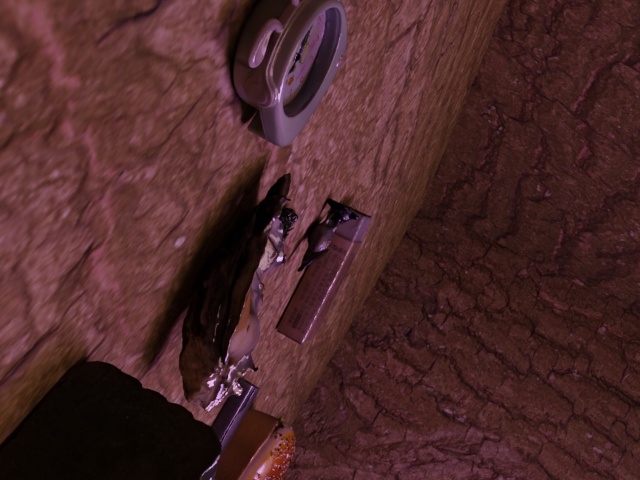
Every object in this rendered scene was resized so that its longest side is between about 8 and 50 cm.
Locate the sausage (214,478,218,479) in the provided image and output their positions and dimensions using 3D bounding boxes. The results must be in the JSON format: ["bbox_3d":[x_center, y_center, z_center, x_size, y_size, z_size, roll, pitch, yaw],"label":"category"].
[{"bbox_3d":[-0.323,0.659,1.333,0.354,0.116,0.134,-58,-177,-1],"label":"sausage"}]

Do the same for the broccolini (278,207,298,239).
[{"bbox_3d":[-0.079,0.005,1.068,0.140,0.030,0.035,-61,-154,21],"label":"broccolini"}]

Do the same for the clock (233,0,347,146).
[{"bbox_3d":[-0.032,-0.194,0.653,0.152,0.062,0.191,-59,169,-10],"label":"clock"}]

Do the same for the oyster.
[{"bbox_3d":[-0.107,0.059,0.856,0.271,0.100,0.275,-51,153,-54],"label":"oyster"}]

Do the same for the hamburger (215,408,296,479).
[{"bbox_3d":[-0.180,0.586,1.656,0.300,0.176,0.300,-56,168,-18],"label":"hamburger"}]

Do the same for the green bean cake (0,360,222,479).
[{"bbox_3d":[-0.208,0.233,0.609,0.181,0.173,0.094,-55,170,-37],"label":"green bean cake"}]

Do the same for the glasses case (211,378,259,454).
[{"bbox_3d":[-0.208,0.410,1.415,0.205,0.047,0.071,-59,168,-10],"label":"glasses case"}]

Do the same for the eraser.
[{"bbox_3d":[0.013,0.080,1.540,0.344,0.078,0.144,-64,170,5],"label":"eraser"}]

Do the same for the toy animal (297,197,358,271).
[{"bbox_3d":[0.006,-0.008,1.316,0.105,0.070,0.202,-44,-168,53],"label":"toy animal"}]
